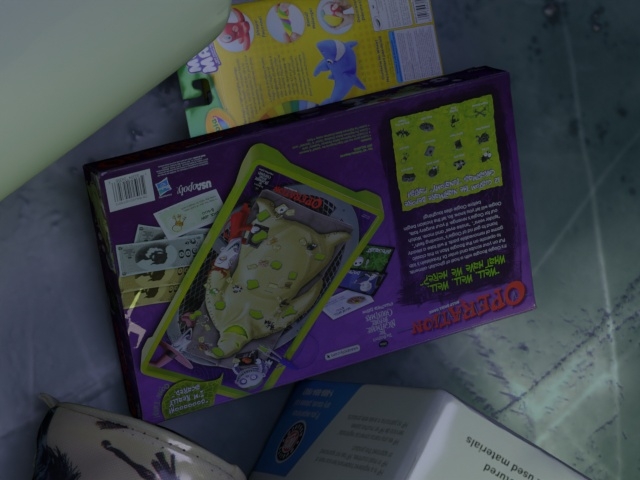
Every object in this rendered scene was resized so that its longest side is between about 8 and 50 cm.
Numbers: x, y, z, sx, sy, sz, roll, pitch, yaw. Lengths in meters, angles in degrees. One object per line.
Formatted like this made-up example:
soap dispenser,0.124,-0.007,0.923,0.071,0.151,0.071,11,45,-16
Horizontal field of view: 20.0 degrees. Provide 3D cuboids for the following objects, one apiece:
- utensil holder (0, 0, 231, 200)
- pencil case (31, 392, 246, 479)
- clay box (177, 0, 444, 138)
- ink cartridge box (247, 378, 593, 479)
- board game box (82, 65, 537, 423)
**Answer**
utensil holder,-0.300,-0.157,1.208,0.385,0.327,0.327,-39,100,-21
pencil case,-0.205,0.319,1.303,0.160,0.184,0.410,37,74,-44
clay box,-0.012,-0.132,1.453,0.222,0.053,0.127,-12,93,-20
ink cartridge box,0.006,0.311,1.312,0.166,0.285,0.395,32,77,-17
board game box,0.000,0.000,1.424,0.347,0.056,0.208,-15,105,-20
